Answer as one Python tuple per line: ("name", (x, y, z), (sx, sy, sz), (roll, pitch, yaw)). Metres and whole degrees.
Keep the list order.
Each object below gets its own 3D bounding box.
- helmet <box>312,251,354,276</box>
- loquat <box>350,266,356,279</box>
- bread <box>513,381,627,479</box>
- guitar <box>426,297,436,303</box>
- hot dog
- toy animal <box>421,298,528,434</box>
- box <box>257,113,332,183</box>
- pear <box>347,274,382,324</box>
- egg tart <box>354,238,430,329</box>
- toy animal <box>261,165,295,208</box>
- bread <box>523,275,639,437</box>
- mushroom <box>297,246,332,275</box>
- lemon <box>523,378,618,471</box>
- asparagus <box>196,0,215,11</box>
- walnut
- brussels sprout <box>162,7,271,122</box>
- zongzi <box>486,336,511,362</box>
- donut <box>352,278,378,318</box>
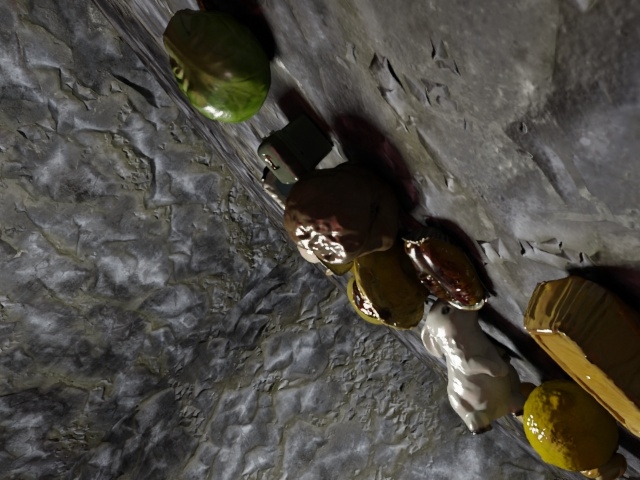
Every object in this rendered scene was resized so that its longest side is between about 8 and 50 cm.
("helmet", (0.076, -0.034, 1.339), (0.204, 0.137, 0.257), (45, -151, -17))
("loquat", (0.163, 0.074, 1.528), (0.152, 0.152, 0.195), (42, 162, 22))
("bread", (0.643, 0.493, 1.235), (0.173, 0.121, 0.311), (24, -170, -42))
("guitar", (0.374, 0.200, 1.455), (0.084, 0.038, 0.271), (52, 174, -19))
("hot dog", (0.283, 0.072, 1.067), (0.163, 0.082, 0.270), (15, 152, 51))
("toy animal", (0.399, 0.316, 1.252), (0.258, 0.194, 0.357), (112, 136, -71))
("box", (-0.071, -0.232, 1.195), (0.148, 0.129, 0.210), (48, 172, -15))
("pear", (0.213, 0.216, 1.802), (0.211, 0.188, 0.228), (42, 170, 38))
("egg tart", (0.208, 0.092, 1.233), (0.116, 0.295, 0.295), (-27, 113, 40))
("toy animal", (-0.097, -0.178, 1.520), (0.204, 0.156, 0.208), (44, 180, -6))
("bread", (0.446, 0.179, 0.703), (0.288, 0.119, 0.152), (44, 169, 1))
("mushroom", (-0.017, -0.006, 1.537), (0.173, 0.162, 0.236), (43, -152, -67))
("lemon", (0.566, 0.421, 1.058), (0.192, 0.192, 0.231), (35, 160, 50))
("asparagus", (-0.233, -0.493, 1.057), (0.165, 0.030, 0.036), (51, 180, -38))
("walnut", (0.048, -0.064, 1.083), (0.273, 0.273, 0.227), (-168, 63, -76))
("brussels sprout", (-0.215, -0.372, 0.993), (0.244, 0.244, 0.244), (44, 172, 8))
("zongzi", (0.469, 0.304, 1.385), (0.176, 0.078, 0.160), (49, 167, -3))
("donut", (0.221, 0.203, 1.601), (0.230, 0.096, 0.216), (4, -155, -22))
